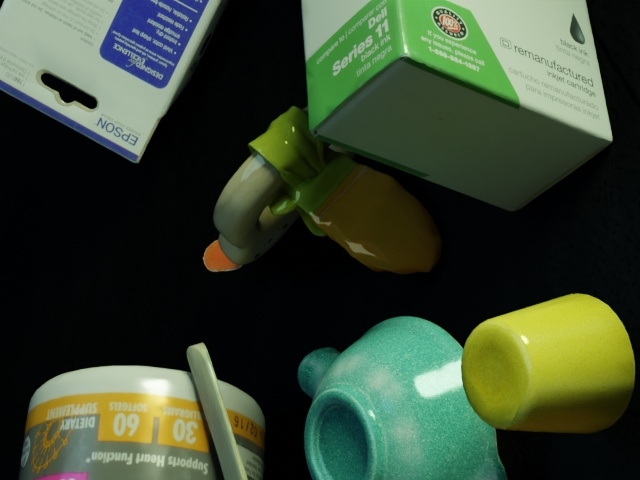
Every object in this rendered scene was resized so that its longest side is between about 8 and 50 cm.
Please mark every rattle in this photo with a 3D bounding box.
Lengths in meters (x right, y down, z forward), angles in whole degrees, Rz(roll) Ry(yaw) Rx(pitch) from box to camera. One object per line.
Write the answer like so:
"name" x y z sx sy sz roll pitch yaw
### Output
"rattle" 0.000 0.000 1.024 0.130 0.142 0.200 -56 -3 -42

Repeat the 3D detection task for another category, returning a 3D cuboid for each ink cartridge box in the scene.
"ink cartridge box" -0.144 -0.246 1.248 0.333 0.165 0.065 -60 1 17
"ink cartridge box" 0.070 -0.141 0.861 0.087 0.153 0.208 -39 45 42

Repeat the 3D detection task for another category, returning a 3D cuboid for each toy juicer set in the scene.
"toy juicer set" 0.047 0.146 0.836 0.329 0.089 0.209 -11 83 53

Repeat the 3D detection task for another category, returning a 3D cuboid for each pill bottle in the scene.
"pill bottle" -0.121 0.233 0.970 0.162 0.162 0.278 -29 51 49
